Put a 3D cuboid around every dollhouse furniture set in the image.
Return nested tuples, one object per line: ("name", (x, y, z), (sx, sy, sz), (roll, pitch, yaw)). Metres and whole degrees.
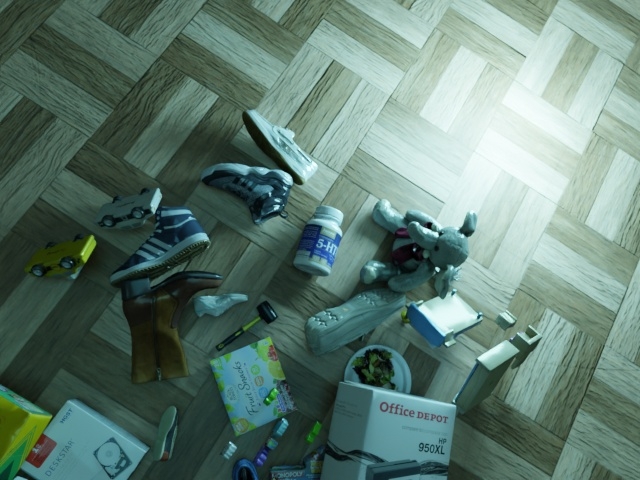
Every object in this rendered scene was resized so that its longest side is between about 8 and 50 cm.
("dollhouse furniture set", (0.415, 0.292, 1.501), (0.286, 0.198, 0.303), (-17, 47, -35))

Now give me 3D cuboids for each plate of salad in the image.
("plate of salad", (0.165, 0.396, 1.437), (0.200, 0.048, 0.199), (2, 76, -9))

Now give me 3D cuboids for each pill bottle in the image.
("pill bottle", (0.000, 0.000, 1.470), (0.112, 0.112, 0.186), (19, 74, -5))

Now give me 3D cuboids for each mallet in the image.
("mallet", (-0.202, 0.251, 1.414), (0.190, 0.039, 0.062), (-43, 84, -13))

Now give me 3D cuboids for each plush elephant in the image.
("plush elephant", (0.301, 0.022, 1.438), (0.330, 0.255, 0.272), (23, 68, -6))

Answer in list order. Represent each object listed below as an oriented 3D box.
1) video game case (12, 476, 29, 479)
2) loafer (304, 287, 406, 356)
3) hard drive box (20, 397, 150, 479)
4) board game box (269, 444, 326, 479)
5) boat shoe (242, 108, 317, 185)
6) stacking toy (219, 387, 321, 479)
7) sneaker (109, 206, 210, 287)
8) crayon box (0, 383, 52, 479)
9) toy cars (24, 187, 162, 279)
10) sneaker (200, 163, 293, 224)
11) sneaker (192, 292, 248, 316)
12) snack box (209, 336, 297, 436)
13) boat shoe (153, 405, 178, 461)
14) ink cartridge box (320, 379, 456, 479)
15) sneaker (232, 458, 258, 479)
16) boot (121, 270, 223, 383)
("video game case", (-0.642, 0.656, 1.179), (0.190, 0.022, 0.173), (21, 99, 0))
("loafer", (0.104, 0.228, 1.448), (0.319, 0.112, 0.111), (-19, 118, -19))
("hard drive box", (-0.572, 0.531, 1.248), (0.232, 0.089, 0.181), (33, 73, -1))
("board game box", (-0.041, 0.642, 1.333), (0.194, 0.060, 0.194), (3, 76, -9))
("boat shoe", (-0.120, -0.295, 1.532), (0.096, 0.098, 0.277), (-44, 96, -17))
("stacking toy", (-0.124, 0.509, 1.289), (0.167, 0.052, 0.221), (42, 65, -6))
("sneaker", (-0.458, 0.011, 1.394), (0.282, 0.099, 0.153), (-27, 73, -7))
("crayon box", (-0.867, 0.459, 1.160), (0.363, 0.106, 0.313), (24, 74, 12))
("toy cars", (-0.589, -0.008, 1.366), (0.394, 0.176, 0.087), (-39, 130, -16))
("sneaker", (-0.214, -0.131, 1.466), (0.269, 0.101, 0.153), (4, 73, -12))
("sneaker", (-0.275, 0.178, 1.411), (0.152, 0.054, 0.061), (-7, 83, -4))
("snack box", (-0.182, 0.388, 1.363), (0.174, 0.070, 0.207), (-19, 80, -15))
("boat shoe", (-0.391, 0.499, 1.314), (0.043, 0.049, 0.137), (31, 64, -46))
("ink cartridge box", (0.164, 0.581, 1.285), (0.285, 0.166, 0.395), (19, 74, -27))
("sneaker", (-0.179, 0.665, 1.292), (0.069, 0.082, 0.209), (-14, 81, -15))
("boot", (-0.374, 0.226, 1.333), (0.264, 0.096, 0.280), (-9, 94, -20))
